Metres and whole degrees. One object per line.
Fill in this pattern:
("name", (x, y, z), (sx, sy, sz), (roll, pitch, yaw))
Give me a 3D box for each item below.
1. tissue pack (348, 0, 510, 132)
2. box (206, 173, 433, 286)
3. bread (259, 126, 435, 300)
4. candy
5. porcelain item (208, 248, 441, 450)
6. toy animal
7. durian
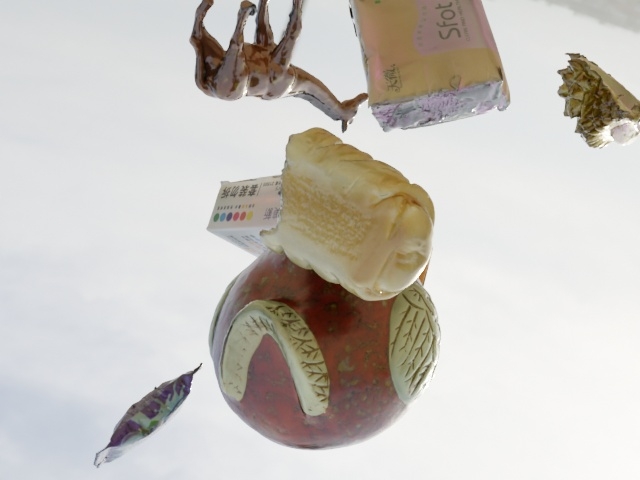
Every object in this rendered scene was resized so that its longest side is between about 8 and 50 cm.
("tissue pack", (0.165, -0.296, 1.628), (0.215, 0.123, 0.256), (-12, -122, 4))
("box", (0.000, 0.000, 1.545), (0.274, 0.091, 0.221), (31, 159, -38))
("bread", (0.022, -0.021, 0.905), (0.177, 0.119, 0.084), (31, -163, 28))
("candy", (-0.339, 0.349, 2.052), (0.070, 0.145, 0.275), (44, -117, 10))
("porcelain item", (-0.005, 0.072, 1.037), (0.253, 0.253, 0.253), (17, -161, -6))
("toy animal", (-0.038, -0.194, 1.169), (0.224, 0.229, 0.066), (-22, -129, -21))
("durian", (0.349, -0.151, 1.260), (0.224, 0.078, 0.140), (15, -151, -52))
